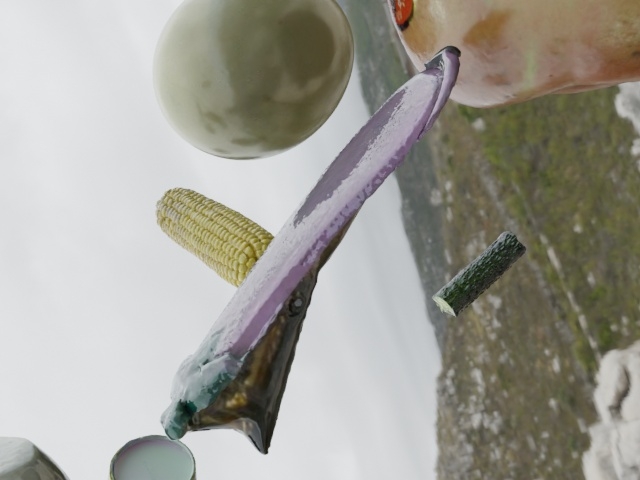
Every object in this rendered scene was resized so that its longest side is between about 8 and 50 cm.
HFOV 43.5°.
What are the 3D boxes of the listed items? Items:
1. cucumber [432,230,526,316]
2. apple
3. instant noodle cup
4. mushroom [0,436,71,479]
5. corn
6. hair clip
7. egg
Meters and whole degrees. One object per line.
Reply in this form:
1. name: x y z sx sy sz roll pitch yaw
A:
1. cucumber: 0.270 0.056 1.351 0.058 0.187 0.058 44 160 20
2. apple: 0.215 -0.282 0.711 0.338 0.338 0.305 -65 -35 -79
3. instant noodle cup: -0.322 0.475 1.519 0.205 0.204 0.153 -97 12 -57
4. mushroom: -0.209 0.278 0.642 0.270 0.103 0.118 63 172 -19
5. corn: -0.147 -0.005 1.170 0.244 0.093 0.093 32 157 41
6. hair clip: -0.001 0.000 0.622 0.095 0.359 0.110 28 173 18
7. egg: -0.063 -0.183 0.834 0.241 0.186 0.186 -35 -68 -41
